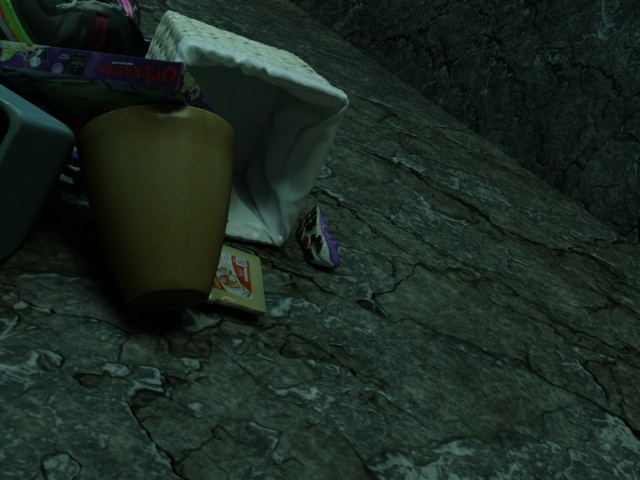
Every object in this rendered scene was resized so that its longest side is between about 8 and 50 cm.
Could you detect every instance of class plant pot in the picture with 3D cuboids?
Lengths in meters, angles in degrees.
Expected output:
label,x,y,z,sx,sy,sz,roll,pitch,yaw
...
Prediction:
label,x,y,z,sx,sy,sz,roll,pitch,yaw
plant pot,-0.487,-0.112,1.144,0.248,0.247,0.252,32,8,10
plant pot,-0.233,-0.033,1.217,0.237,0.237,0.254,8,66,-37

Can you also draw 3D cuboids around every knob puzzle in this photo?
label,x,y,z,sx,sy,sz,roll,pitch,yaw
knob puzzle,-0.188,0.053,1.354,0.213,0.030,0.213,23,25,-11

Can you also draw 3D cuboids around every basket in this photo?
label,x,y,z,sx,sy,sz,roll,pitch,yaw
basket,-0.181,-0.212,1.532,0.328,0.331,0.266,13,25,-29

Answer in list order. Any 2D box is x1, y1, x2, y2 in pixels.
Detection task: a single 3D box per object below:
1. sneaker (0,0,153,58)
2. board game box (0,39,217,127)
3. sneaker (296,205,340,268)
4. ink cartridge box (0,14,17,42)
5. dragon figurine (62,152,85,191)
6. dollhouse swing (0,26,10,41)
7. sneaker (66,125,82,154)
label,x,y,z,sx,sy,sz,roll,pitch,yaw
sneaker,-0.480,-0.447,1.696,0.185,0.202,0.483,53,14,26
board game box,-0.340,-0.222,1.255,0.347,0.056,0.208,9,-10,12
sneaker,0.000,0.000,1.639,0.071,0.068,0.170,31,28,-31
ink cartridge box,-0.730,-0.585,1.784,0.151,0.270,0.395,38,26,27
dragon figurine,-0.486,-0.134,1.355,0.144,0.085,0.289,37,24,22
dollhouse swing,-0.772,-0.351,1.532,0.315,0.305,0.347,-12,20,15
sneaker,-0.468,-0.285,1.552,0.268,0.153,0.101,51,27,22
